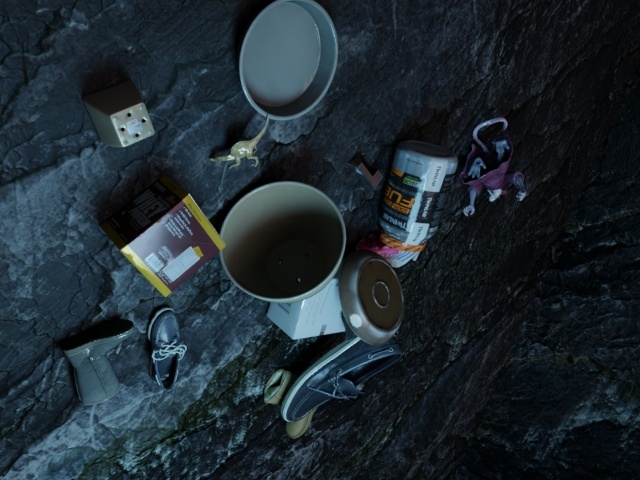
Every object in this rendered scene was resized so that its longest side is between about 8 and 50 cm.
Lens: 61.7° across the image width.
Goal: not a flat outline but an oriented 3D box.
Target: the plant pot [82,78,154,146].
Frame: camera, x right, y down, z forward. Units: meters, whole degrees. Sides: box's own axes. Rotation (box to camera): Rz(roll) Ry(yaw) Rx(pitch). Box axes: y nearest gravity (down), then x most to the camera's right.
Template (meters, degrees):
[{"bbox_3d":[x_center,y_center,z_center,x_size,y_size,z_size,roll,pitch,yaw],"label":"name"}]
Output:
[{"bbox_3d":[-0.404,-0.253,1.104,0.109,0.096,0.109,-31,134,-24],"label":"plant pot"}]

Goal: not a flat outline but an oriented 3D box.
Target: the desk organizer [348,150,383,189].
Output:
[{"bbox_3d":[0.145,-0.220,1.688,0.050,0.047,0.130,-53,140,-5],"label":"desk organizer"}]

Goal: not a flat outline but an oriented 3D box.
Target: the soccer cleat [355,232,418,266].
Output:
[{"bbox_3d":[0.253,0.046,1.920,0.331,0.116,0.143,-10,123,-40],"label":"soccer cleat"}]

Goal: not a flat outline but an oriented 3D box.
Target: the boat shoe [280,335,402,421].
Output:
[{"bbox_3d":[0.072,0.478,1.852,0.500,0.156,0.187,-39,147,2],"label":"boat shoe"}]

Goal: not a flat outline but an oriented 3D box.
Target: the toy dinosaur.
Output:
[{"bbox_3d":[-0.183,-0.228,1.341,0.183,0.053,0.092,-34,157,1],"label":"toy dinosaur"}]

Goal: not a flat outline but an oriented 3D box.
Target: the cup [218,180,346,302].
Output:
[{"bbox_3d":[-0.087,0.037,1.475,0.331,0.331,0.237,-45,160,-11],"label":"cup"}]

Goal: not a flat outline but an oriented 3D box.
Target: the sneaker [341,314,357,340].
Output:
[{"bbox_3d":[0.096,0.230,1.699,0.051,0.089,0.170,-16,88,-48],"label":"sneaker"}]

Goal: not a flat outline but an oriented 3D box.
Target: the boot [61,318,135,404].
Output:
[{"bbox_3d":[-0.547,0.315,1.374,0.190,0.076,0.208,-18,122,-17],"label":"boot"}]

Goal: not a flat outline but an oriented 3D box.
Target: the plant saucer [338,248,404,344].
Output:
[{"bbox_3d":[0.178,0.174,1.705,0.311,0.050,0.310,20,62,-43],"label":"plant saucer"}]

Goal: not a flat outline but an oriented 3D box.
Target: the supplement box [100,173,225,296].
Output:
[{"bbox_3d":[-0.370,-0.012,1.277,0.194,0.129,0.191,-42,138,-14],"label":"supplement box"}]

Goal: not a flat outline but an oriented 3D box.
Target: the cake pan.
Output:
[{"bbox_3d":[-0.084,-0.444,1.311,0.293,0.054,0.293,-24,131,-31],"label":"cake pan"}]

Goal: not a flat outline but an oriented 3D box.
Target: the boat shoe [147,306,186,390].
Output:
[{"bbox_3d":[-0.426,0.304,1.477,0.095,0.079,0.254,-6,121,-41],"label":"boat shoe"}]

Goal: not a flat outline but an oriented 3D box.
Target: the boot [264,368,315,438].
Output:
[{"bbox_3d":[-0.123,0.603,1.974,0.269,0.089,0.236,37,81,-49],"label":"boot"}]

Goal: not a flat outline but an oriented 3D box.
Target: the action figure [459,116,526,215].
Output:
[{"bbox_3d":[0.650,-0.263,2.089,0.370,0.248,0.275,28,53,-61],"label":"action figure"}]

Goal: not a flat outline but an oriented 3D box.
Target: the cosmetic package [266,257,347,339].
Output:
[{"bbox_3d":[0.034,0.181,1.773,0.385,0.156,0.217,-1,115,-43],"label":"cosmetic package"}]

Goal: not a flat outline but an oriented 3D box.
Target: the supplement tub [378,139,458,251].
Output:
[{"bbox_3d":[0.313,-0.145,1.776,0.207,0.207,0.337,-10,122,-39],"label":"supplement tub"}]
